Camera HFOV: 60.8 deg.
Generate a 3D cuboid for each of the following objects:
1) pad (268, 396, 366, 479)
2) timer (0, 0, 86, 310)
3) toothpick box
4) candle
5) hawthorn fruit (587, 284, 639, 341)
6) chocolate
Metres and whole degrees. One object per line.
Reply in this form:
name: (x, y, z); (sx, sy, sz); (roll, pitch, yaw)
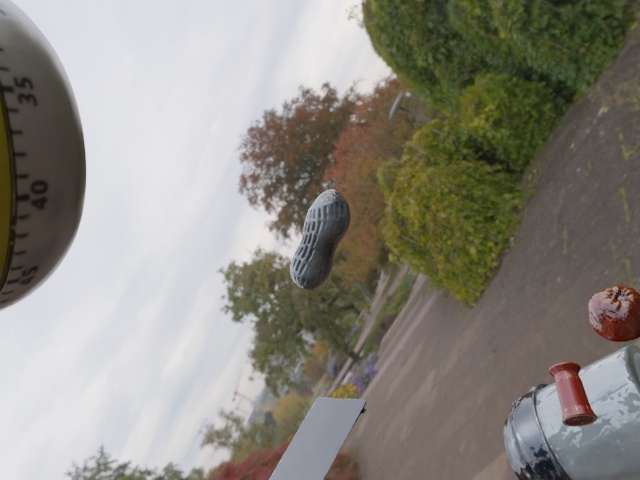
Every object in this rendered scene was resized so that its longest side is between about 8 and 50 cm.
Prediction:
pad: (-0.036, 0.327, 0.729); (0.265, 0.009, 0.159); (-56, 13, -25)
timer: (-0.328, -0.057, 0.350); (0.285, 0.285, 0.285); (-64, -3, -5)
toothpick box: (0.360, 0.218, 0.782); (0.047, 0.047, 0.083); (113, 163, -49)
candle: (0.501, 0.311, 0.921); (0.342, 0.221, 0.221); (-43, 10, 35)
hawthorn fruit: (0.467, 0.117, 0.853); (0.093, 0.093, 0.093); (-64, -3, -5)
chocolate: (0.000, 0.000, 0.872); (0.072, 0.072, 0.167); (-50, -19, -79)
